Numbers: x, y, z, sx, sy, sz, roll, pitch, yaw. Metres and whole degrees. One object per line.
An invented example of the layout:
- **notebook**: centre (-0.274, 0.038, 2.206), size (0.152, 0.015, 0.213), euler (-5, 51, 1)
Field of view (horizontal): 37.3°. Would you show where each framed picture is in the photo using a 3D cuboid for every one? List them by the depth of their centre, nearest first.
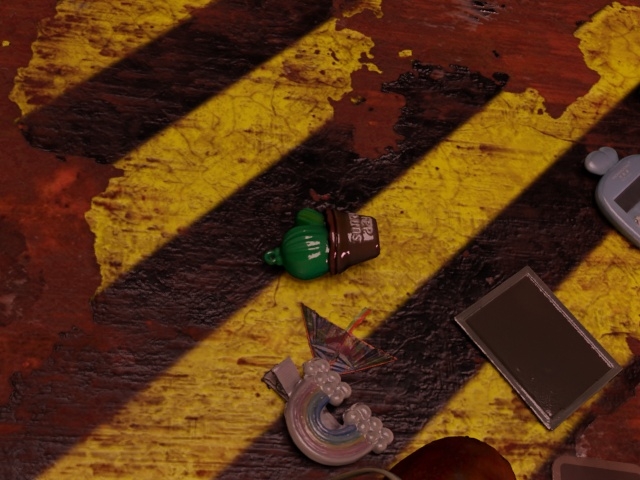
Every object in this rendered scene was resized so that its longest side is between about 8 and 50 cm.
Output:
- **framed picture**: centre (0.382, 0.184, 1.669), size (0.197, 0.014, 0.252), euler (-32, 72, -27)

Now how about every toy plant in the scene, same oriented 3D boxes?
- **toy plant**: centre (0.000, 0.000, 1.638), size (0.201, 0.105, 0.142), euler (-5, 53, -3)

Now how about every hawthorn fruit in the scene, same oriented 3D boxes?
- **hawthorn fruit**: centre (0.196, 0.378, 1.415), size (0.208, 0.208, 0.248), euler (29, 46, 4)

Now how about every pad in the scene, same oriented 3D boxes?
- **pad**: centre (0.459, 0.480, 1.523), size (0.176, 0.002, 0.266), euler (9, 59, -8)

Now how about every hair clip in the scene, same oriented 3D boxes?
- **hair clip**: centre (0.000, 0.277, 1.511), size (0.220, 0.054, 0.140), euler (47, 55, 10)

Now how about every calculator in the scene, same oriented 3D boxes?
- **calculator**: centre (0.643, -0.069, 1.861), size (0.188, 0.042, 0.302), euler (-38, 75, -27)

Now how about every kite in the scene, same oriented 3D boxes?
- **kite**: centre (0.038, 0.170, 1.600), size (0.190, 0.010, 0.159), euler (30, 58, 4)

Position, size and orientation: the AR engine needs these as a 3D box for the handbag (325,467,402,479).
- **handbag**: centre (0.058, 0.433, 1.327), size (0.079, 0.256, 0.219), euler (11, 52, -43)
